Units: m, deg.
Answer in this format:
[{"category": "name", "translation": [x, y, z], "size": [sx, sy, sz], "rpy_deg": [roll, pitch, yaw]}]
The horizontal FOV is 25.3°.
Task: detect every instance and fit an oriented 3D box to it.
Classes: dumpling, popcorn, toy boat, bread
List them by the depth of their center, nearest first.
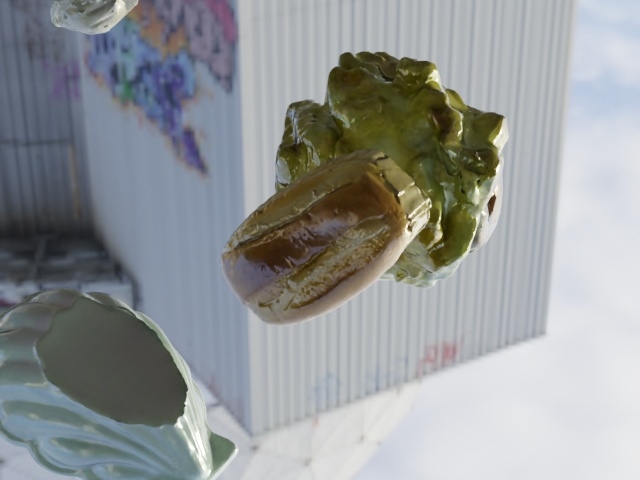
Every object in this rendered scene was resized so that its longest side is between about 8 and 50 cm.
[{"category": "dumpling", "translation": [-0.225, -0.232, 1.410], "size": [0.076, 0.052, 0.057], "rpy_deg": [13, 171, 14]}, {"category": "toy boat", "translation": [-0.215, 0.141, 1.417], "size": [0.290, 0.100, 0.199], "rpy_deg": [37, -122, 14]}, {"category": "bread", "translation": [0.000, 0.000, 1.548], "size": [0.236, 0.140, 0.106], "rpy_deg": [-35, -175, 31]}, {"category": "popcorn", "translation": [0.083, -0.098, 1.781], "size": [0.312, 0.312, 0.312], "rpy_deg": [0, -150, 0]}]
